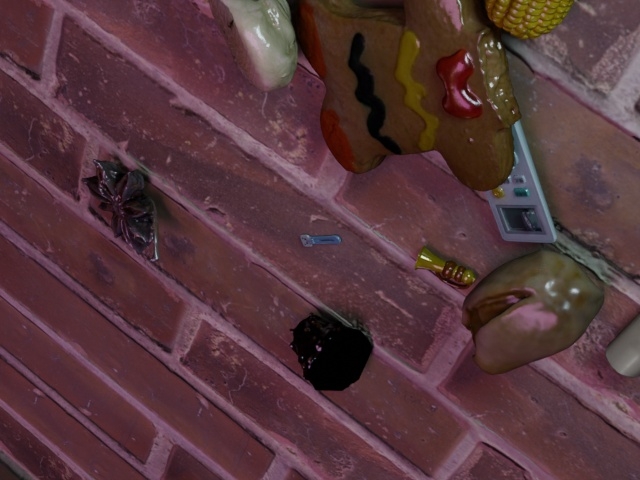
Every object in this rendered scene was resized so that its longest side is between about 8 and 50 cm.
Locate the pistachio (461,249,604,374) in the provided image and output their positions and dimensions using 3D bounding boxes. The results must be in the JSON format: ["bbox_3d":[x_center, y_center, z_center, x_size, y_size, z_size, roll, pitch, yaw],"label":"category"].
[{"bbox_3d":[0.345,0.118,1.735,0.288,0.197,0.166,135,134,-59],"label":"pistachio"}]

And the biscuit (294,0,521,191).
[{"bbox_3d":[0.119,-0.252,1.635,0.394,0.076,0.368,12,128,44],"label":"biscuit"}]

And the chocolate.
[{"bbox_3d":[0.004,0.204,2.101,0.133,0.156,0.156,43,145,44],"label":"chocolate"}]

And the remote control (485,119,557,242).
[{"bbox_3d":[0.292,-0.126,1.656,0.103,0.051,0.293,3,124,45],"label":"remote control"}]

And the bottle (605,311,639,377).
[{"bbox_3d":[0.528,0.134,1.652,0.072,0.072,0.201,38,138,9],"label":"bottle"}]

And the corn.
[{"bbox_3d":[0.314,-0.420,1.363,0.131,0.131,0.344,33,134,14],"label":"corn"}]

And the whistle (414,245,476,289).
[{"bbox_3d":[0.220,0.058,1.863,0.109,0.046,0.057,27,120,12],"label":"whistle"}]

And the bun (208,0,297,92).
[{"bbox_3d":[-0.102,-0.351,1.715,0.210,0.116,0.237,83,161,-73],"label":"bun"}]

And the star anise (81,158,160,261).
[{"bbox_3d":[-0.402,-0.064,2.231,0.262,0.081,0.230,45,139,18],"label":"star anise"}]

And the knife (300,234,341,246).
[{"bbox_3d":[0.000,0.000,2.014,0.096,0.010,0.027,-3,120,39],"label":"knife"}]
